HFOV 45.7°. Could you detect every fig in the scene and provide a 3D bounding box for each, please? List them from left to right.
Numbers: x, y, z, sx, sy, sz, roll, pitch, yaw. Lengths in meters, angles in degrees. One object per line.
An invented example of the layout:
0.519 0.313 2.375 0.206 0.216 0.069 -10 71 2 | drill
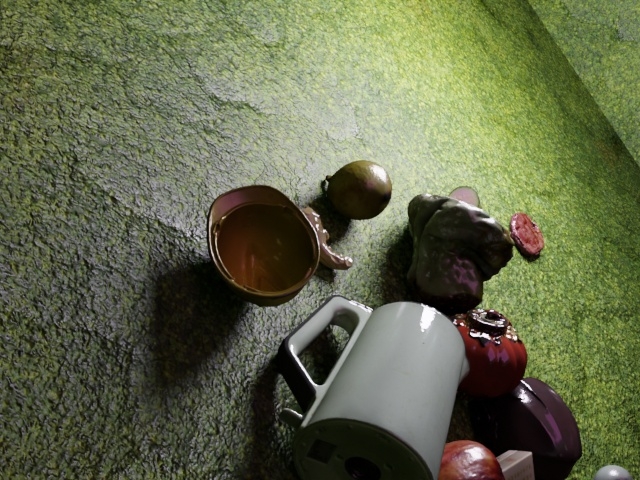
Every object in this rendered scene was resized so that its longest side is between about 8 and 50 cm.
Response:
0.257 0.507 1.435 0.263 0.224 0.224 -31 87 -47 | fig

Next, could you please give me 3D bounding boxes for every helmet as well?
-0.114 0.034 1.460 0.205 0.140 0.256 -14 57 -16 | helmet
0.486 0.423 1.754 0.225 0.177 0.305 2 63 -42 | helmet

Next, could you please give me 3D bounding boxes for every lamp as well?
0.353 0.252 1.711 0.227 0.227 0.226 26 47 -31 | lamp
0.743 0.623 1.921 0.105 0.105 0.105 26 47 -31 | lamp

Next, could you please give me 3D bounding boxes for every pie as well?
0.629 -0.018 2.326 0.154 0.038 0.153 22 50 -30 | pie

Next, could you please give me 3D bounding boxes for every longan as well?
0.085 -0.123 1.781 0.176 0.145 0.155 28 -1 32 | longan

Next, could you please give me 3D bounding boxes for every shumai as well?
0.304 0.054 1.868 0.309 0.304 0.263 32 78 -28 | shumai

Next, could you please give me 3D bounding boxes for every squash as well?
0.420 -0.087 2.139 0.132 0.105 0.105 26 44 -56 | squash

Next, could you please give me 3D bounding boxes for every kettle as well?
0.084 0.282 1.440 0.361 0.250 0.376 24 38 8 | kettle

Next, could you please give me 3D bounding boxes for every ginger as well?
-0.001 0.003 1.671 0.173 0.051 0.069 56 44 -6 | ginger

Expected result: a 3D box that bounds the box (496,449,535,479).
0.403 0.561 1.606 0.141 0.058 0.201 -9 92 -48 | box
